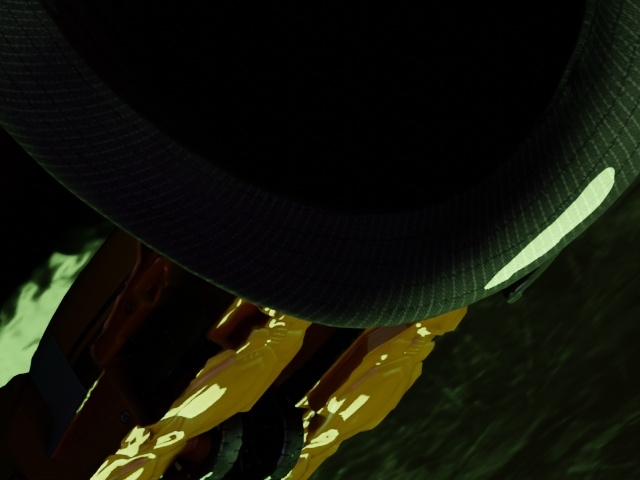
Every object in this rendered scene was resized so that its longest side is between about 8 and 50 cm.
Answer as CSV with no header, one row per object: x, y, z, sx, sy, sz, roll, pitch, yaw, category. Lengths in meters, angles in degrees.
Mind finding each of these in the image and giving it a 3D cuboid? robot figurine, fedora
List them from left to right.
0.000,0.000,0.747,0.291,0.085,0.211,-50,150,20,robot figurine
0.008,-0.118,0.543,0.124,0.244,0.275,-50,164,-39,fedora
